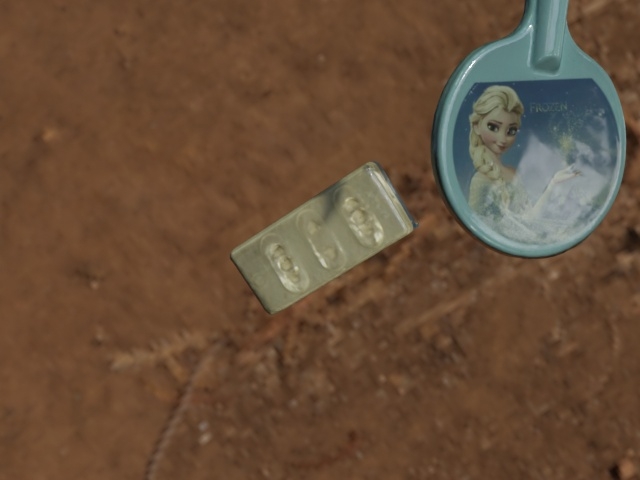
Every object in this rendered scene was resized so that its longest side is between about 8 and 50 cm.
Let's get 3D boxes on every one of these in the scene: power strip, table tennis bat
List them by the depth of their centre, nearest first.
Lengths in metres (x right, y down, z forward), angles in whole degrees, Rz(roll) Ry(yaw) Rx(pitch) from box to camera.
[{"bbox_3d":[0.000,0.000,1.188,0.123,0.056,0.032,-32,1,15],"label":"power strip"},{"bbox_3d":[0.150,-0.106,1.194,0.038,0.149,0.237,-179,97,-69],"label":"table tennis bat"}]
